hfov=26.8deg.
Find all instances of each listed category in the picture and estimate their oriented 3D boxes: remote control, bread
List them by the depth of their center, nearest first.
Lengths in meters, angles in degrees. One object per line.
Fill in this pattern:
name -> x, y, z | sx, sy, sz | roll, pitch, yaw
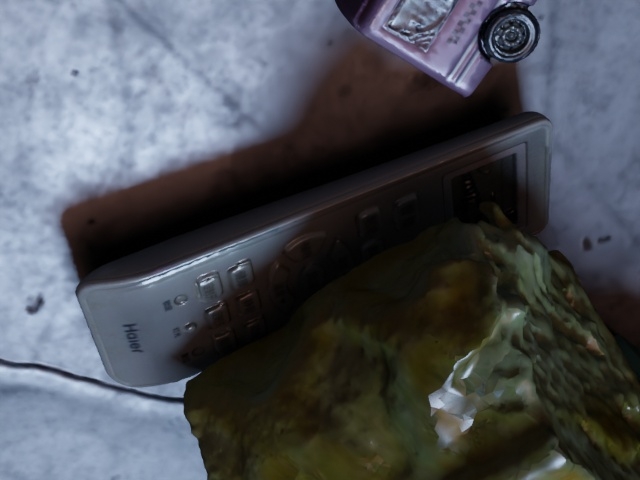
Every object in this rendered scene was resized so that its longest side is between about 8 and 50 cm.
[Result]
bread -> 0.061, 0.121, 0.822 | 0.252, 0.196, 0.238 | -28, 140, 22
remote control -> 0.000, 0.000, 0.860 | 0.313, 0.055, 0.109 | -21, 140, -10

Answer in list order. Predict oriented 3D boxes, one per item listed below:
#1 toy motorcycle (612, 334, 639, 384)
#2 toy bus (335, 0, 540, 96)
toy motorcycle -> 0.231, 0.216, 0.893 | 0.200, 0.326, 0.191 | 37, 100, -28
toy bus -> 0.096, -0.192, 0.767 | 0.108, 0.096, 0.199 | 24, 110, -23
